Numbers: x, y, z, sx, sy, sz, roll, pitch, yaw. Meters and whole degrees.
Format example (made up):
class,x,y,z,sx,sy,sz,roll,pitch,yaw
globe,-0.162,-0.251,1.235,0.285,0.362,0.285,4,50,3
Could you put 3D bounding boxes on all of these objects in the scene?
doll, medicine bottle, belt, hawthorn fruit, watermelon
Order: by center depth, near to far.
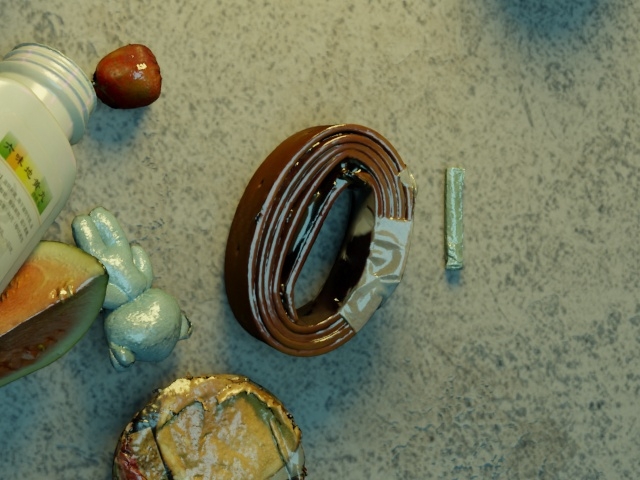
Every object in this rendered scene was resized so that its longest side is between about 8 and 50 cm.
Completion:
class,x,y,z,sx,sy,sz,roll,pitch,yaw
medicine bottle,-0.350,-0.054,1.680,0.324,0.124,0.179,-58,136,-32
watermelon,-0.362,0.078,1.745,0.303,0.159,0.128,-26,74,-3
hawthorn fruit,-0.206,-0.174,1.805,0.077,0.077,0.077,-1,94,-17
doll,-0.219,0.056,1.819,0.120,0.075,0.180,-27,79,-43
belt,0.000,0.000,1.859,0.184,0.105,0.261,27,85,-18

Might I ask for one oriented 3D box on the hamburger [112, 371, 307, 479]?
class,x,y,z,sx,sy,sz,roll,pitch,yaw
hamburger,-0.125,0.249,1.839,0.231,0.107,0.231,0,89,-18

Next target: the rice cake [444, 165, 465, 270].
class,x,y,z,sx,sy,sz,roll,pitch,yaw
rice cake,0.155,-0.025,1.946,0.022,0.021,0.121,0,94,-6
